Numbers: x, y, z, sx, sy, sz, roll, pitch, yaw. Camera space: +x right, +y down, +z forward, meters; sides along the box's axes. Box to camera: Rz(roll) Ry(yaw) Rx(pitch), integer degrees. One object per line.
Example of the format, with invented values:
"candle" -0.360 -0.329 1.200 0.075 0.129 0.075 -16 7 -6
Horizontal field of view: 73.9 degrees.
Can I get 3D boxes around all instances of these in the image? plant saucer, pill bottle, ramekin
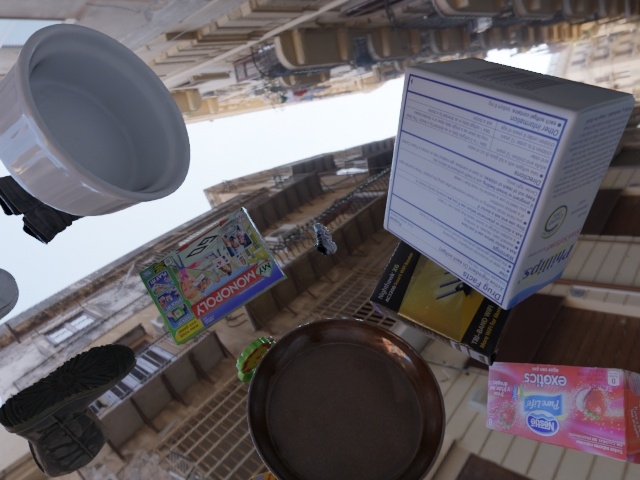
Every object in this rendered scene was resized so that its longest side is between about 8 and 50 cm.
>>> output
"plant saucer" 0.021 0.144 0.372 0.168 0.168 0.029 -38 -33 -36
"pill bottle" -0.523 0.090 0.656 0.086 0.152 0.086 23 -124 -39
"ramekin" -0.354 -0.171 0.668 0.277 0.135 0.277 43 -144 -43

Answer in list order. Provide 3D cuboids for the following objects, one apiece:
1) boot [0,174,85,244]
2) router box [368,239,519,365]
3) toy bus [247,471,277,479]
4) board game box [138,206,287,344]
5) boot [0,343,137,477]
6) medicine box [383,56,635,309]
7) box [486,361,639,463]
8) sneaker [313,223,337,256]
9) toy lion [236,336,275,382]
"boot" -0.646 -0.177 0.970 0.222 0.118 0.338 -38 -72 -33
"router box" 0.275 0.046 0.831 0.309 0.243 0.081 -60 -33 -14
"toy bus" -0.010 0.586 0.813 0.333 0.130 0.108 53 -155 -19
"board game box" -0.274 0.089 1.082 0.317 0.046 0.213 -33 -101 0
"boot" -0.357 0.267 0.651 0.189 0.076 0.209 -24 -42 -25
"medicine box" 0.249 -0.096 0.644 0.149 0.263 0.289 -19 -51 -29
"box" 0.485 0.322 0.818 0.154 0.300 0.142 16 -108 -19
"sneaker" 0.000 0.000 1.190 0.098 0.038 0.069 54 -140 7
"toy lion" -0.118 0.216 0.766 0.100 0.034 0.096 -59 -26 13
